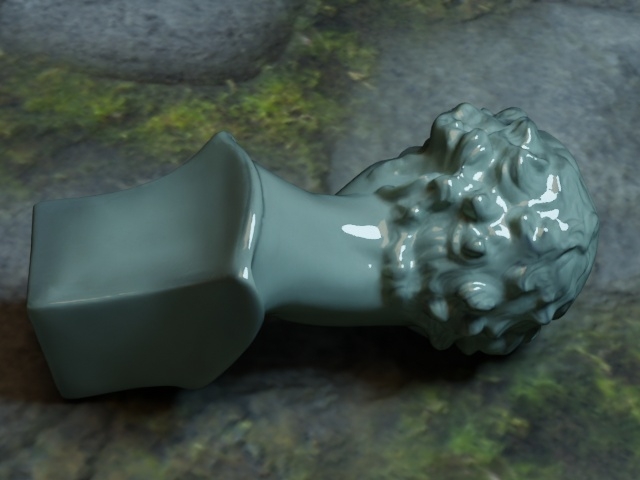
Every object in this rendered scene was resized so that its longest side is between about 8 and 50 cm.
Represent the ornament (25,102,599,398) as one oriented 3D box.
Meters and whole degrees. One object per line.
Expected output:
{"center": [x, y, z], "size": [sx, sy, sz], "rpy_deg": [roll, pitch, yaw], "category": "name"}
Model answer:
{"center": [0.000, 0.007, 0.742], "size": [0.285, 0.120, 0.130], "rpy_deg": [-11, 48, -18], "category": "ornament"}
